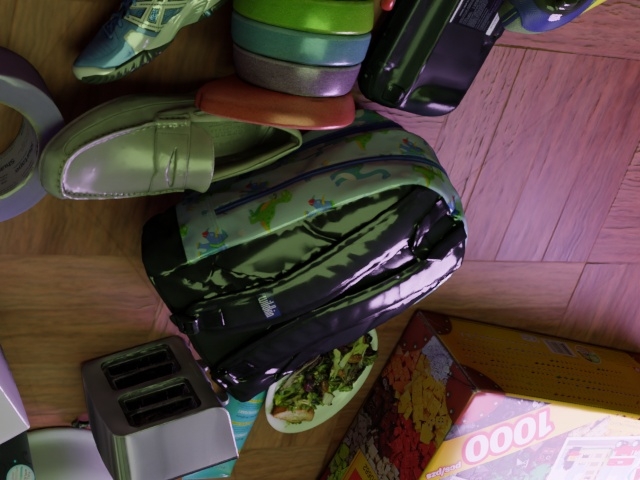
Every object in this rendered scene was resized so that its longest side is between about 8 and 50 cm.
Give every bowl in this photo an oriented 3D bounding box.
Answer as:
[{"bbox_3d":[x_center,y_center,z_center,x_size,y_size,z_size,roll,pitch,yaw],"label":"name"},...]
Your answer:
[{"bbox_3d":[-0.364,0.406,1.828,0.298,0.134,0.297,-14,129,-17],"label":"bowl"}]

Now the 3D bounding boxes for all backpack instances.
[{"bbox_3d":[0.000,0.000,1.662,0.356,0.273,0.290,-19,131,15],"label":"backpack"}]

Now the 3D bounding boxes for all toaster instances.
[{"bbox_3d":[-0.217,0.225,1.750,0.186,0.168,0.110,-16,126,-18],"label":"toaster"}]

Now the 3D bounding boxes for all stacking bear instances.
[{"bbox_3d":[-0.019,-0.277,1.447,0.164,0.175,0.288,14,109,14],"label":"stacking bear"}]

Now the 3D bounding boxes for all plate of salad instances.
[{"bbox_3d":[0.009,0.194,1.895,0.200,0.048,0.199,-27,138,-27],"label":"plate of salad"}]

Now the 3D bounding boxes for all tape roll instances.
[{"bbox_3d":[-0.376,-0.115,1.475,0.189,0.080,0.189,-14,129,-19],"label":"tape roll"}]

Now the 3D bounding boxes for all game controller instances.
[{"bbox_3d":[0.170,-0.293,1.648,0.166,0.067,0.319,4,123,-46],"label":"game controller"}]

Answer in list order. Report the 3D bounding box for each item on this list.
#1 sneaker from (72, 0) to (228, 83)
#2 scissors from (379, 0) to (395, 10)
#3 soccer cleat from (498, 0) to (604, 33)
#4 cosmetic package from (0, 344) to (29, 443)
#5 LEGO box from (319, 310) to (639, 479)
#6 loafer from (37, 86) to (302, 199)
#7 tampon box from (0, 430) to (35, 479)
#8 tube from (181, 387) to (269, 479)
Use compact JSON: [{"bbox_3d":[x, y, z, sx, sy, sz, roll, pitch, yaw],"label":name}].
[{"bbox_3d":[-0.191,-0.252,1.478,0.211,0.080,0.081,-41,126,-7],"label":"sneaker"},{"bbox_3d":[0.124,-0.407,1.548,0.021,0.109,0.297,20,93,4],"label":"scissors"},{"bbox_3d":[0.332,-0.330,1.670,0.289,0.121,0.093,-28,90,-33],"label":"soccer cleat"},{"bbox_3d":[-0.480,0.074,1.483,0.155,0.197,0.365,-29,133,-6],"label":"cosmetic package"},{"bbox_3d":[0.291,0.342,2.075,0.500,0.193,0.372,12,117,-33],"label":"LEGO box"},{"bbox_3d":[-0.161,-0.106,1.520,0.319,0.111,0.112,-21,135,-35],"label":"loafer"},{"bbox_3d":[-0.443,0.274,1.677,0.161,0.120,0.101,-10,169,-21],"label":"tampon box"},{"bbox_3d":[-0.125,0.258,1.901,0.080,0.052,0.207,7,123,-31],"label":"tube"}]
